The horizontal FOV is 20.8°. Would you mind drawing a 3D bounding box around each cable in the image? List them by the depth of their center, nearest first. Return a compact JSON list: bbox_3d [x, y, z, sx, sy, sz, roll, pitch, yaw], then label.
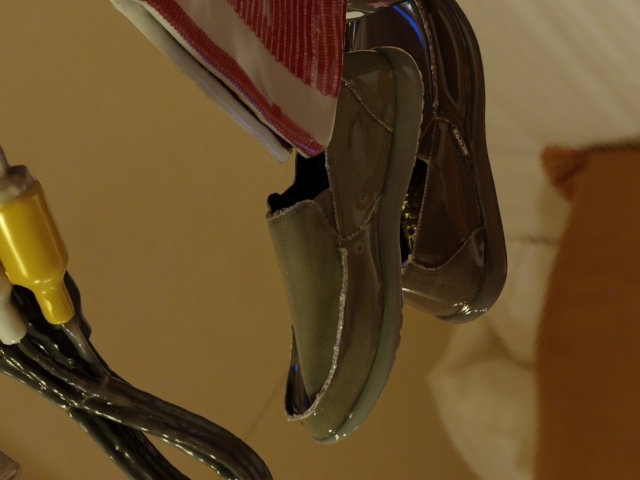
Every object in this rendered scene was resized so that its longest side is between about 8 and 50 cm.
[{"bbox_3d":[-0.145,0.072,0.925,0.139,0.072,0.287,-24,113,23],"label":"cable"}]

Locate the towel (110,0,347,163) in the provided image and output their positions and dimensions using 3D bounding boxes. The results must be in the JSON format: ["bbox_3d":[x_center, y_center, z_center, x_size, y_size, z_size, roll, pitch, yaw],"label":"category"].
[{"bbox_3d":[-0.025,-0.226,0.838,0.037,0.329,0.237,1,165,19],"label":"towel"}]

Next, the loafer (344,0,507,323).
[{"bbox_3d":[0.079,-0.104,1.631,0.130,0.366,0.134,6,152,-41],"label":"loafer"}]

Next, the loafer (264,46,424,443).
[{"bbox_3d":[0.000,0.000,1.085,0.087,0.251,0.094,7,178,-24],"label":"loafer"}]

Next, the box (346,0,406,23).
[{"bbox_3d":[-0.016,-0.276,1.103,0.163,0.247,0.142,5,167,-43],"label":"box"}]

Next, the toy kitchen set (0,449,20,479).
[{"bbox_3d":[-0.257,0.140,0.709,0.166,0.207,0.122,33,134,16],"label":"toy kitchen set"}]
